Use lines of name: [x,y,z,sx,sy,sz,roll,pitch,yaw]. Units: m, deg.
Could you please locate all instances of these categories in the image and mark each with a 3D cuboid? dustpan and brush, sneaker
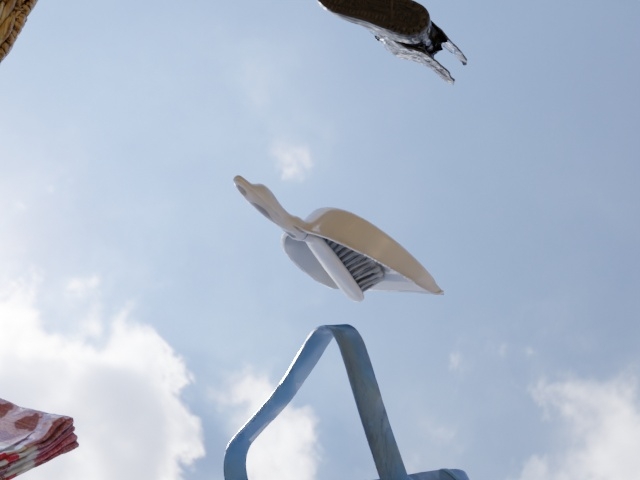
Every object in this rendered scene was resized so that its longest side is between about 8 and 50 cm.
dustpan and brush: [0.000,0.000,0.815,0.147,0.211,0.060,-1,-134,51]
sneaker: [0.067,-0.221,0.902,0.170,0.089,0.051,31,-91,20]

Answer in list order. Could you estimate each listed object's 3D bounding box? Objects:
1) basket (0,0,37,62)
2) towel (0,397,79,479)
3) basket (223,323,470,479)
basket: [-0.462,-0.268,0.984,0.213,0.223,0.299,-25,-138,42]
towel: [-0.427,0.207,0.821,0.237,0.329,0.037,8,-75,32]
basket: [0.004,0.246,0.711,0.201,0.254,0.289,-3,-126,-32]
